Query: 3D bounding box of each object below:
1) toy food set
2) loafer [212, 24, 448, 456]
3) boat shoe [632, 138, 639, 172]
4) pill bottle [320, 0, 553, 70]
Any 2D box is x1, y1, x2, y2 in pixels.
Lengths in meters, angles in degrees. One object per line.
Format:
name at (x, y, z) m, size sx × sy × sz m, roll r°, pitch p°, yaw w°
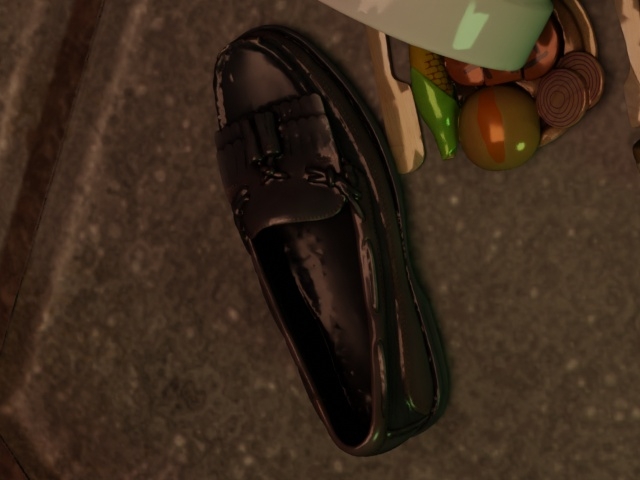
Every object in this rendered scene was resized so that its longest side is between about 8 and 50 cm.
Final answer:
toy food set at (0.117, -0.112, 1.020) m, size 0.192 × 0.038 × 0.132 m, roll -11°, pitch 97°, yaw 25°
loafer at (0.000, 0.000, 1.063) m, size 0.109 × 0.095 × 0.302 m, roll -21°, pitch 93°, yaw 28°
boat shoe at (0.295, -0.035, 0.936) m, size 0.224 × 0.080 × 0.073 m, roll 2°, pitch 116°, yaw 36°
pill bottle at (0.111, -0.294, 0.884) m, size 0.210 × 0.210 × 0.363 m, roll 30°, pitch 109°, yaw 15°
